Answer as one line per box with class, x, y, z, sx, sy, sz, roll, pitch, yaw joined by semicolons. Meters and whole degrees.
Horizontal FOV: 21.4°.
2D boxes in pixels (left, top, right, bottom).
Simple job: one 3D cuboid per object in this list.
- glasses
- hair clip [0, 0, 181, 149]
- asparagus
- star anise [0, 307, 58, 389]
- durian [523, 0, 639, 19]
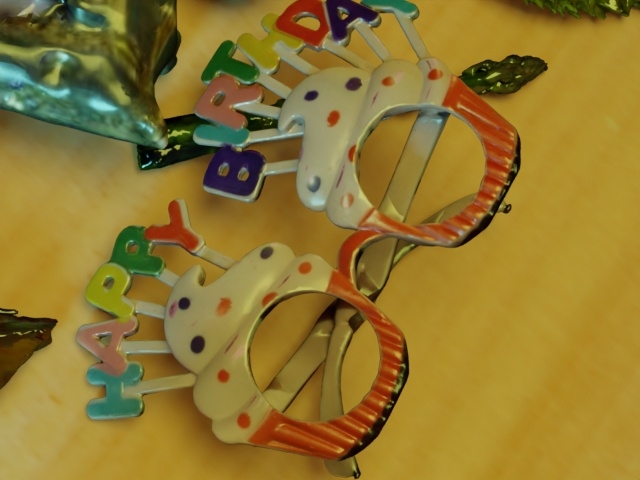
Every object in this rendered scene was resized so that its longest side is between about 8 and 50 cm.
glasses;-0.006;-0.005;0.806;0.162;0.095;0.255;27;76;12
hair clip;-0.226;-0.094;0.736;0.358;0.110;0.096;4;85;-19
asparagus;0.017;-0.068;0.859;0.232;0.023;0.022;-13;121;-20
star anise;-0.195;0.043;0.737;0.157;0.053;0.212;-31;82;-23
durian;0.176;-0.200;0.924;0.100;0.086;0.215;32;67;10
